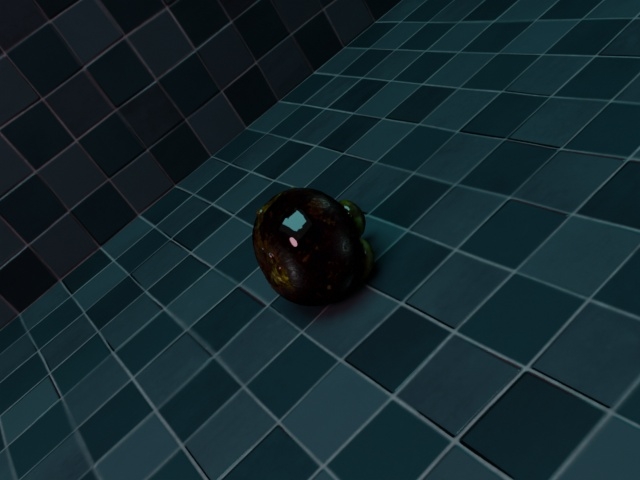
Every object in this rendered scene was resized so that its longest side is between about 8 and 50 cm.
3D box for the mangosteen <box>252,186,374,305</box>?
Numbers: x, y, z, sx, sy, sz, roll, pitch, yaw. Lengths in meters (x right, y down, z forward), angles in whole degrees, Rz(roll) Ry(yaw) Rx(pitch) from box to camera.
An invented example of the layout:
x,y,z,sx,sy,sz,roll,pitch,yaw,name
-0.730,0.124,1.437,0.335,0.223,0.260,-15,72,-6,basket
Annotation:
x,y,z,sx,sy,sz,roll,pitch,yaw,name
0.000,0.000,1.176,0.217,0.192,0.192,-27,23,-32,mangosteen
